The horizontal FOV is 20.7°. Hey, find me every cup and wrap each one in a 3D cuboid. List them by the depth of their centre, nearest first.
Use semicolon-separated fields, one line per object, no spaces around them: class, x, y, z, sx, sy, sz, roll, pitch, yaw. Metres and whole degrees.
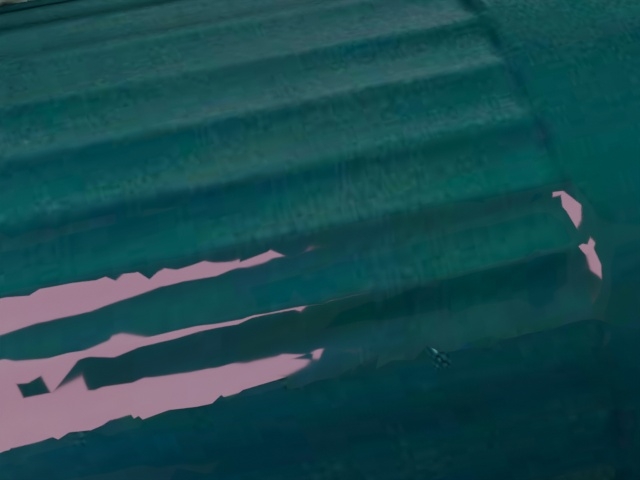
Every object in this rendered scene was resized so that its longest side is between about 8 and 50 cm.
cup;0.006;0.001;0.517;0.292;0.242;0.308;-13;90;-19
